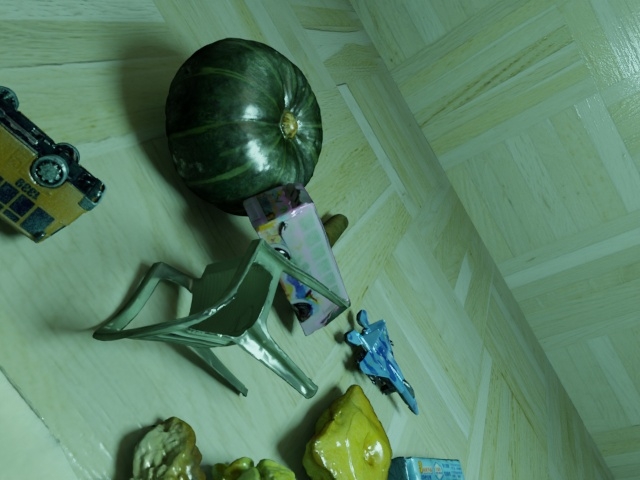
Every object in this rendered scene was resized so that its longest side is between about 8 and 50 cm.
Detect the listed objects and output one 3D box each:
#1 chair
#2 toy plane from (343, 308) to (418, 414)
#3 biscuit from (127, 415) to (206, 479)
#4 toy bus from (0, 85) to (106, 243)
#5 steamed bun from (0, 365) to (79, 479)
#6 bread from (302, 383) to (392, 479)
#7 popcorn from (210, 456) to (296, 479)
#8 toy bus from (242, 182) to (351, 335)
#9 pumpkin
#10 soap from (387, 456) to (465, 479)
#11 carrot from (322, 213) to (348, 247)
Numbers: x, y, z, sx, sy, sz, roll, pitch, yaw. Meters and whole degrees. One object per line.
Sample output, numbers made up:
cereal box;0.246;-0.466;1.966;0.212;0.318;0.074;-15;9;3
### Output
chair;-0.122;0.101;0.644;0.274;0.203;0.191;45;46;-38
toy plane;0.136;0.270;1.034;0.246;0.078;0.169;64;29;-13
biscuit;-0.172;0.280;0.537;0.118;0.061;0.183;62;17;-14
toy bus;-0.339;-0.084;0.537;0.182;0.103;0.091;47;4;-26
steamed bun;-0.300;0.164;0.339;0.241;0.164;0.146;45;29;5
bread;0.046;0.352;0.821;0.233;0.088;0.161;-22;91;-63
popcorn;-0.080;0.337;0.591;0.135;0.141;0.162;-38;77;-23
toy bus;-0.033;0.039;0.812;0.090;0.112;0.274;58;-8;47
pumpkin;-0.125;-0.185;0.842;0.300;0.207;0.300;12;75;-55
soap;0.222;0.513;0.972;0.293;0.077;0.156;31;42;-44
carrot;0.000;0.001;1.044;0.070;0.070;0.342;58;29;-9
